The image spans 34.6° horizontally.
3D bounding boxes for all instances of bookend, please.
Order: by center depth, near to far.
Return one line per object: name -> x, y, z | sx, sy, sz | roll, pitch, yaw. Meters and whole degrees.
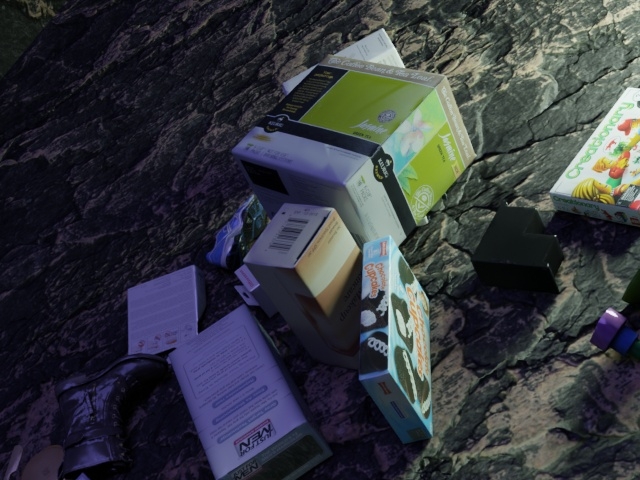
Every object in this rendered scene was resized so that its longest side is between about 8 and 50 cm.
bookend -> 0.382, 0.009, 1.882 | 0.156, 0.072, 0.157 | 5, 50, 38

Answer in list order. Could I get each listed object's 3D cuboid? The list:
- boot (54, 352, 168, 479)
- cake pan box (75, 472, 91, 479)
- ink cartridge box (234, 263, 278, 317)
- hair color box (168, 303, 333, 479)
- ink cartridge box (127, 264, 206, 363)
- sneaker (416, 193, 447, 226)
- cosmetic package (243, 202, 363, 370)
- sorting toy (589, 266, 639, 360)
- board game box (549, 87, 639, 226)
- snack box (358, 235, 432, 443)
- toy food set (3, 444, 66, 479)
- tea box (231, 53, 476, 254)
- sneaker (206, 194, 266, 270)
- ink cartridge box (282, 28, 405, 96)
boot -> -0.411, 0.362, 2.066 | 0.263, 0.091, 0.229 | -19, 50, -5
cake pan box -> -0.449, 0.575, 1.859 | 0.246, 0.070, 0.267 | -46, 39, -20
ink cartridge box -> -0.101, 0.082, 2.140 | 0.143, 0.090, 0.092 | -37, 37, -4
hair color box -> -0.139, 0.298, 1.905 | 0.185, 0.113, 0.374 | -34, 36, -1
ink cartridge box -> -0.335, 0.182, 2.251 | 0.181, 0.056, 0.225 | -20, 57, 17
sneaker -> 0.197, -0.109, 2.140 | 0.153, 0.094, 0.235 | -3, 40, 26
cosmetic package -> 0.007, 0.087, 1.883 | 0.129, 0.296, 0.153 | 8, 54, 40
sorting toy -> 0.591, 0.059, 1.677 | 0.126, 0.127, 0.365 | 35, 73, 20
board game box -> 0.594, -0.163, 1.936 | 0.193, 0.053, 0.305 | 16, 58, 46
snack box -> 0.133, 0.168, 1.790 | 0.060, 0.187, 0.322 | -18, 40, 19
toy food set -> -0.544, 0.472, 2.077 | 0.192, 0.038, 0.132 | -4, 50, 18
tea box -> 0.068, -0.173, 2.036 | 0.329, 0.220, 0.323 | 21, 60, 43
sneaker -> -0.192, -0.025, 2.336 | 0.081, 0.080, 0.211 | 1, 47, 33
ink cartridge box -> 0.077, -0.330, 2.386 | 0.273, 0.197, 0.114 | -28, 37, 7
